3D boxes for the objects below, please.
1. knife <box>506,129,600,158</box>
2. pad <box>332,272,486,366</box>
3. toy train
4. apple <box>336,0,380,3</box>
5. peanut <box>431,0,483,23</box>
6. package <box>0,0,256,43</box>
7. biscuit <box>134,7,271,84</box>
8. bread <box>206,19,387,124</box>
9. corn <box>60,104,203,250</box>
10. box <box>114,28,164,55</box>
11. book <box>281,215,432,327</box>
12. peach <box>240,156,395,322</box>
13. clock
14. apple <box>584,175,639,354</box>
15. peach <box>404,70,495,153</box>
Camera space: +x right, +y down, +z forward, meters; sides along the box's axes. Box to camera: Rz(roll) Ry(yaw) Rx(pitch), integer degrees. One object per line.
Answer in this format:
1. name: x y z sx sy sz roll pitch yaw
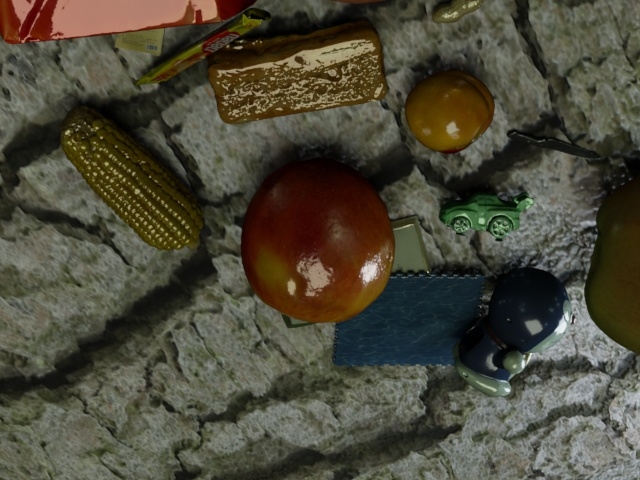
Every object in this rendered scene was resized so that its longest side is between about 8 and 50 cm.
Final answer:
1. knife: 0.388 -0.157 1.959 0.170 0.010 0.023 14 135 -14
2. pad: 0.159 0.149 2.191 0.270 0.012 0.269 -1 136 -2
3. toy train: 0.278 -0.048 2.005 0.149 0.099 0.081 8 101 -1
4. apple: 0.034 -0.469 1.403 0.364 0.364 0.364 0 130 0
5. peanut: 0.206 -0.349 1.778 0.083 0.037 0.037 -28 125 18
6. package: -0.281 -0.397 1.660 0.424 0.123 0.196 -5 121 -2
7. biscuit: -0.179 -0.285 1.759 0.048 0.026 0.292 0 166 -42
8. bread: -0.037 -0.262 1.821 0.271 0.077 0.139 -10 126 6
9. corn: -0.304 -0.092 1.940 0.119 0.119 0.322 -30 121 22
10. box: -0.265 -0.349 1.782 0.073 0.020 0.149 10 129 -8
11. book: 0.052 0.064 2.128 0.289 0.026 0.201 -12 131 8
12. peach: 0.000 0.000 1.941 0.281 0.238 0.281 -2 97 -17
13. clock: 0.347 0.161 2.118 0.146 0.199 0.243 30 118 -9
14. apple: 0.585 0.038 1.937 0.305 0.338 0.338 4 133 22
15. peach: 0.196 -0.200 1.838 0.138 0.138 0.138 0 130 0
